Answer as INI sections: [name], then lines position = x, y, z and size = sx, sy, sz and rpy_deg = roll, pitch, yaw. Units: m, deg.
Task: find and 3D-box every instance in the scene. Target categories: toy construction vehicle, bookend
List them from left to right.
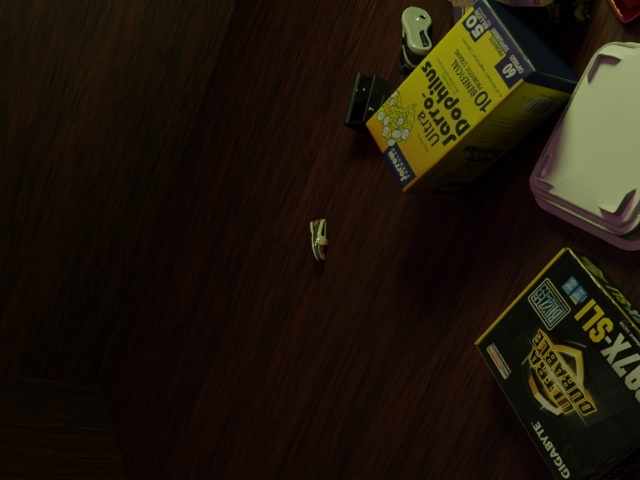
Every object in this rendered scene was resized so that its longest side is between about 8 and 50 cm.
[bookend]
position = 0.150, -0.376, 1.738
size = 0.157, 0.072, 0.156
rpy_deg = 11, 86, 58
[toy construction vehicle]
position = 0.491, -0.475, 1.285
size = 0.086, 0.035, 0.098
rpy_deg = -9, 69, 56

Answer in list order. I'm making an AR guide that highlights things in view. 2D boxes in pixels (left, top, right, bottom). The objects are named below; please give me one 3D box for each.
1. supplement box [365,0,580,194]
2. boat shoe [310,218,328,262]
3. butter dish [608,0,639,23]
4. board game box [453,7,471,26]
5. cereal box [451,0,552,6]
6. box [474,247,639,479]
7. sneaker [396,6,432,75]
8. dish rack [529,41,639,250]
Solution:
[supplement box]
position = 0.298, -0.272, 1.304
size = 0.356, 0.195, 0.194
rpy_deg = -45, 60, 38
[boat shoe]
position = 0.000, 0.000, 1.834
size = 0.043, 0.049, 0.137
rpy_deg = -13, 57, 10
[butter dish]
position = 0.547, -0.498, 1.131
size = 0.160, 0.118, 0.160
rpy_deg = -42, 45, 41
[board game box]
position = 0.371, -0.510, 1.477
size = 0.141, 0.048, 0.170
rpy_deg = -25, 56, 49
[cereal box]
position = 0.404, -0.522, 1.300
size = 0.240, 0.173, 0.047
rpy_deg = 26, 143, 52
[box]
position = 0.422, 0.210, 1.052
size = 0.257, 0.079, 0.322
rpy_deg = -54, 37, 27
[sneaker]
position = 0.231, -0.501, 1.664
size = 0.121, 0.079, 0.217
rpy_deg = 108, 172, -46
[dish rack]
position = 0.505, -0.178, 1.102
size = 0.333, 0.072, 0.285
rpy_deg = -65, 32, 13
